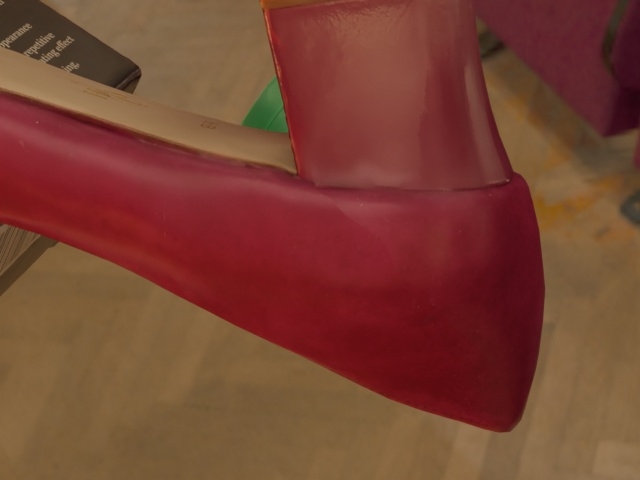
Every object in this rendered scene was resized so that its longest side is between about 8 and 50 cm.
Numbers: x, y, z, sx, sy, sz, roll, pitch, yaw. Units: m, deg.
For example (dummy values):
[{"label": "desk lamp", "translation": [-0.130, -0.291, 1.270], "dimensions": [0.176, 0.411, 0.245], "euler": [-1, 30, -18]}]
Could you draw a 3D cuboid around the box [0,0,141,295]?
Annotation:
[{"label": "box", "translation": [-0.397, -0.106, 1.059], "dimensions": [0.395, 0.212, 0.293], "euler": [34, 39, 1]}]

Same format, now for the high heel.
[{"label": "high heel", "translation": [-0.068, 0.003, 0.352], "dimensions": [0.244, 0.117, 0.082], "euler": [-8, 11, 8]}]

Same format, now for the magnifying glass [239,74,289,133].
[{"label": "magnifying glass", "translation": [0.000, 0.000, 0.542], "dimensions": [0.026, 0.231, 0.092], "euler": [30, 73, 19]}]
